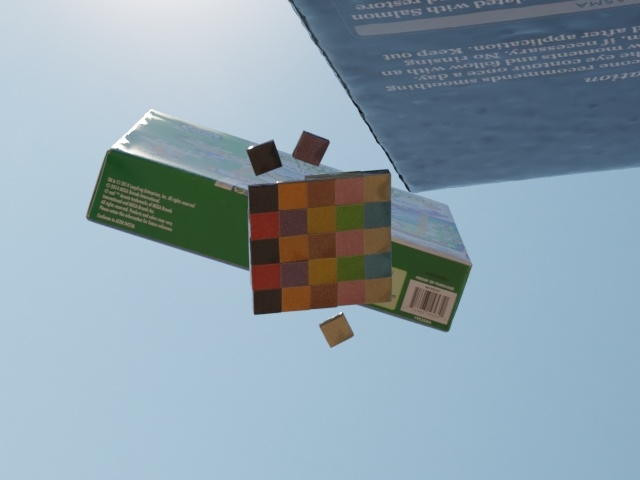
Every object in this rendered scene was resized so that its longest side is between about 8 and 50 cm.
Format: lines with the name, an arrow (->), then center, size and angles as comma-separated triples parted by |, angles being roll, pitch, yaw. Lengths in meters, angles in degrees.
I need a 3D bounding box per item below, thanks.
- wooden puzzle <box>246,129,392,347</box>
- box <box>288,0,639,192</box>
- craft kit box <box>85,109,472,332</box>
wooden puzzle -> 0.000, 0.000, 0.572 | 0.006, 0.049, 0.083 | -113, -160, -61
box -> 0.046, -0.108, 0.383 | 0.093, 0.158, 0.156 | -6, -104, 11
craft kit box -> -0.024, -0.020, 1.186 | 0.250, 0.246, 0.061 | 18, -83, -3
